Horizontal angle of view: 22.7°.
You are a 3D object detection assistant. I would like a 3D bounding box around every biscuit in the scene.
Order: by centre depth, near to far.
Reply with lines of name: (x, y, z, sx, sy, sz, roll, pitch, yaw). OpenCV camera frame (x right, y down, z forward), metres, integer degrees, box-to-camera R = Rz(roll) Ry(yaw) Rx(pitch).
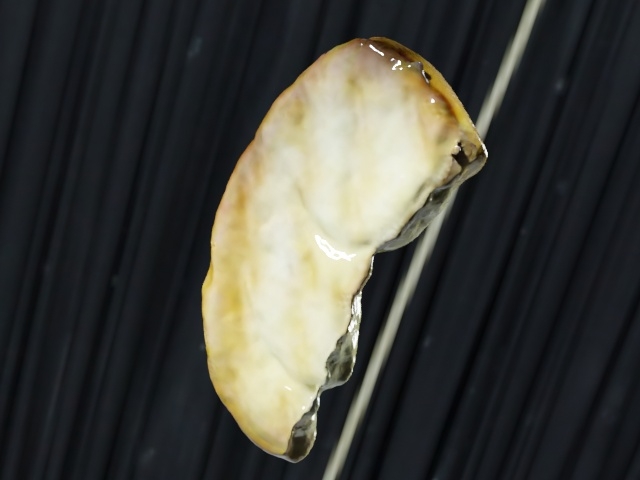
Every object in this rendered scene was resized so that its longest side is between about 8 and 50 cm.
biscuit: (-0.004, -0.001, 1.106, 0.154, 0.299, 0.045, 39, 21, 23)
